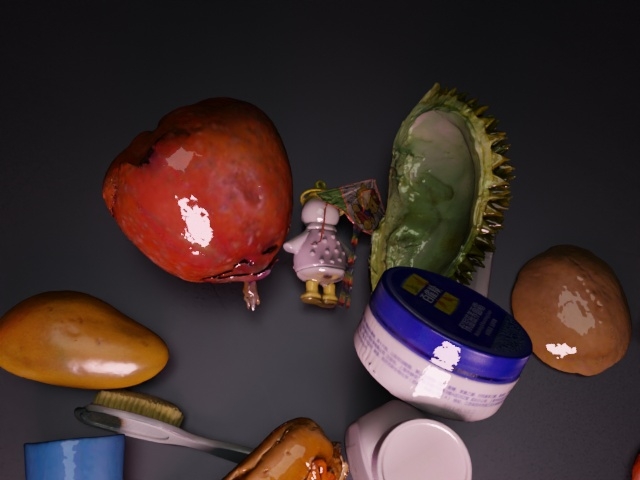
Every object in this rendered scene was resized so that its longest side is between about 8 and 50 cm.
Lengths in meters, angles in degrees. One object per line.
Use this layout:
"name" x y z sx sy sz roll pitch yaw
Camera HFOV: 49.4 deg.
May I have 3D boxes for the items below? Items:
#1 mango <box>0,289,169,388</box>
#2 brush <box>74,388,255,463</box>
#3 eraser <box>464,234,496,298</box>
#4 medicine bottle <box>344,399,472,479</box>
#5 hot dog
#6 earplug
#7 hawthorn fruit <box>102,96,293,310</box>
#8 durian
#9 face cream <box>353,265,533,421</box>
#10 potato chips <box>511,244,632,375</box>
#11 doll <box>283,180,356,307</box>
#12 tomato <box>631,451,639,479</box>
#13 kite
"mango" -0.347 0.145 1.016 0.254 0.113 0.138 9 62 -2
"brush" -0.205 0.269 1.015 0.297 0.068 0.060 16 50 -1
"eraser" 0.219 0.065 1.091 0.089 0.061 0.351 10 71 4
"medicine bottle" 0.105 0.289 0.890 0.111 0.296 0.161 -28 74 -10
"hot dog" -0.102 0.386 0.918 0.349 0.158 0.117 -39 49 -12
"earplug" -0.327 0.405 0.930 0.133 0.132 0.272 -4 76 -4
"hawthorn fruit" -0.154 -0.042 1.020 0.276 0.276 0.307 -30 97 -11
"durian" 0.175 -0.053 1.025 0.198 0.163 0.393 16 83 10
"face cream" 0.148 0.128 0.871 0.206 0.206 0.111 27 108 7
"potato chips" 0.401 0.102 1.088 0.196 0.062 0.207 13 74 4
"doll" 0.000 0.000 1.093 0.129 0.081 0.207 12 67 -29
"tomato" 0.568 0.375 0.987 0.237 0.095 0.236 1 72 -3
"kite" 0.054 -0.006 1.080 0.198 0.006 0.244 34 54 -25
